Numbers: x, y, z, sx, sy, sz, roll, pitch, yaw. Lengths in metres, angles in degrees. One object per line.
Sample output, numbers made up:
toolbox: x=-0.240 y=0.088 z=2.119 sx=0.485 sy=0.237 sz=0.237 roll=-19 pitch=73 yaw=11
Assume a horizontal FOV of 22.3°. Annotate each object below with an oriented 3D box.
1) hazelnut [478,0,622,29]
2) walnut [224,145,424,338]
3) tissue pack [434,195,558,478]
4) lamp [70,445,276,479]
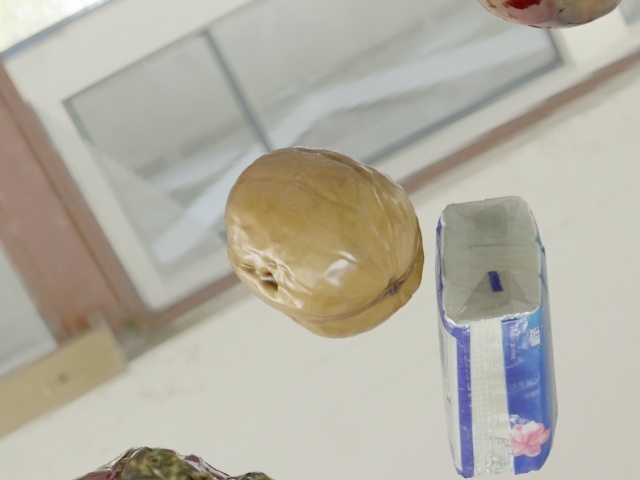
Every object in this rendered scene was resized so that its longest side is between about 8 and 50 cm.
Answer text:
hazelnut: x=0.100 y=-0.133 z=0.707 sx=0.086 sy=0.086 sz=0.086 roll=-25 pitch=-162 yaw=9
walnut: x=0.000 y=0.000 z=1.714 sx=0.221 sy=0.195 sz=0.195 roll=24 pitch=-134 yaw=27
tissue pack: x=0.205 y=0.115 z=1.878 sx=0.137 sy=0.270 sz=0.209 roll=-2 pitch=-139 yaw=6
lamp: x=-0.098 y=0.196 z=0.756 sx=0.177 sy=0.177 sz=0.274 roll=-39 pitch=180 yaw=-32
